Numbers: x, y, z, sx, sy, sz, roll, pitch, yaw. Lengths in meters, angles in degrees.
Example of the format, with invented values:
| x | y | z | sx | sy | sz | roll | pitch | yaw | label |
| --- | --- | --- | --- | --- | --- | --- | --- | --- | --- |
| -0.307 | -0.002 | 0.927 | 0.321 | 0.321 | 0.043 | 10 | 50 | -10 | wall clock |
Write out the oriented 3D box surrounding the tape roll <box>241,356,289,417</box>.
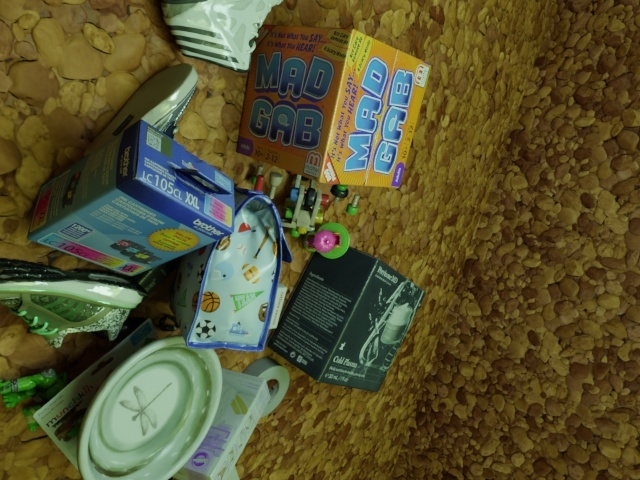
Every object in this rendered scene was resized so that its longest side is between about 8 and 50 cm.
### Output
| x | y | z | sx | sy | sz | roll | pitch | yaw | label |
| --- | --- | --- | --- | --- | --- | --- | --- | --- | --- |
| -0.220 | 0.555 | 1.706 | 0.219 | 0.072 | 0.219 | -26 | 127 | -39 | tape roll |

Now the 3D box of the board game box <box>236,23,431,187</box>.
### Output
| x | y | z | sx | sy | sz | roll | pitch | yaw | label |
| --- | --- | --- | --- | --- | --- | --- | --- | --- | --- |
| 0.032 | -0.371 | 1.287 | 0.356 | 0.356 | 0.357 | -4 | 112 | -47 | board game box |

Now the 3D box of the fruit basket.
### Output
| x | y | z | sx | sy | sz | roll | pitch | yaw | label |
| --- | --- | --- | --- | --- | --- | --- | --- | --- | --- |
| -0.516 | 0.424 | 1.179 | 0.327 | 0.165 | 0.353 | -44 | 151 | -40 | fruit basket |

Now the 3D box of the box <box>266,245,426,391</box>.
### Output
| x | y | z | sx | sy | sz | roll | pitch | yaw | label |
| --- | --- | --- | --- | --- | --- | --- | --- | --- | --- |
| 0.120 | 0.302 | 1.792 | 0.479 | 0.297 | 0.472 | 31 | 83 | -51 | box |

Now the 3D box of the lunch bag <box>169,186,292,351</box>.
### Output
| x | y | z | sx | sy | sz | roll | pitch | yaw | label |
| --- | --- | --- | --- | --- | --- | --- | --- | --- | --- |
| -0.238 | 0.052 | 1.193 | 0.238 | 0.327 | 0.386 | 10 | 94 | -29 | lunch bag |

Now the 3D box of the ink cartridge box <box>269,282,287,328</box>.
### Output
| x | y | z | sx | sy | sz | roll | pitch | yaw | label |
| --- | --- | --- | --- | --- | --- | --- | --- | --- | --- |
| -0.231 | 0.214 | 1.502 | 0.219 | 0.092 | 0.161 | 2 | 108 | -48 | ink cartridge box |

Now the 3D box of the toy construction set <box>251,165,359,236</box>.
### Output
| x | y | z | sx | sy | sz | roll | pitch | yaw | label |
| --- | --- | --- | --- | --- | --- | --- | --- | --- | --- |
| -0.091 | -0.096 | 1.422 | 0.308 | 0.257 | 0.237 | -1 | 124 | -34 | toy construction set |

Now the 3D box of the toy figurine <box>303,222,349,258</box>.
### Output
| x | y | z | sx | sy | sz | roll | pitch | yaw | label |
| --- | --- | --- | --- | --- | --- | --- | --- | --- | --- |
| 0.000 | 0.000 | 1.558 | 0.159 | 0.173 | 0.130 | 2 | 86 | -74 | toy figurine |

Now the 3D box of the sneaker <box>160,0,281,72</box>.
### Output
| x | y | z | sx | sy | sz | roll | pitch | yaw | label |
| --- | --- | --- | --- | --- | --- | --- | --- | --- | --- |
| -0.177 | -0.579 | 1.125 | 0.447 | 0.169 | 0.258 | -32 | 137 | -23 | sneaker |

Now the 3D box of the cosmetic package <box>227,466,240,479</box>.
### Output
| x | y | z | sx | sy | sz | roll | pitch | yaw | label |
| --- | --- | --- | --- | --- | --- | --- | --- | --- | --- |
| -0.393 | 0.735 | 1.508 | 0.155 | 0.196 | 0.366 | -30 | 128 | -35 | cosmetic package |

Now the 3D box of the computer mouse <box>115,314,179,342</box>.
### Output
| x | y | z | sx | sy | sz | roll | pitch | yaw | label |
| --- | --- | --- | --- | --- | --- | --- | --- | --- | --- |
| -0.473 | 0.245 | 1.251 | 0.242 | 0.041 | 0.071 | 10 | 108 | -62 | computer mouse |

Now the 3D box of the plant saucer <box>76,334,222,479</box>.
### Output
| x | y | z | sx | sy | sz | roll | pitch | yaw | label |
| --- | --- | --- | --- | --- | --- | --- | --- | --- | --- |
| -0.422 | 0.417 | 1.124 | 0.400 | 0.100 | 0.401 | -27 | 125 | -49 | plant saucer |

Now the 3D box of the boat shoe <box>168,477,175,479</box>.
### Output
| x | y | z | sx | sy | sz | roll | pitch | yaw | label |
| --- | --- | --- | --- | --- | --- | --- | --- | --- | --- |
| -0.514 | 0.769 | 1.483 | 0.073 | 0.073 | 0.207 | -33 | 134 | -37 | boat shoe |

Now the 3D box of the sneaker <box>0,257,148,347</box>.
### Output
| x | y | z | sx | sy | sz | roll | pitch | yaw | label |
| --- | --- | --- | --- | --- | --- | --- | --- | --- | --- |
| -0.593 | 0.155 | 0.995 | 0.410 | 0.158 | 0.182 | 16 | 92 | -46 | sneaker |

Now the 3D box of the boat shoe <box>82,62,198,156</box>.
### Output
| x | y | z | sx | sy | sz | roll | pitch | yaw | label |
| --- | --- | --- | --- | --- | --- | --- | --- | --- | --- |
| -0.390 | -0.251 | 1.077 | 0.341 | 0.127 | 0.158 | -48 | 145 | -8 | boat shoe |

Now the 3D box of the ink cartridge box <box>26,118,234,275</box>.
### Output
| x | y | z | sx | sy | sz | roll | pitch | yaw | label |
| --- | --- | --- | --- | --- | --- | --- | --- | --- | --- |
| -0.369 | -0.080 | 0.963 | 0.270 | 0.395 | 0.151 | 34 | 41 | -51 | ink cartridge box |

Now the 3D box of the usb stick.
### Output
| x | y | z | sx | sy | sz | roll | pitch | yaw | label |
| --- | --- | --- | --- | --- | --- | --- | --- | --- | --- |
| -0.495 | 0.141 | 1.203 | 0.278 | 0.045 | 0.077 | -50 | 140 | -19 | usb stick |

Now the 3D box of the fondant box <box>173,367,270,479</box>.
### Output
| x | y | z | sx | sy | sz | roll | pitch | yaw | label |
| --- | --- | --- | --- | --- | --- | --- | --- | --- | --- |
| -0.330 | 0.546 | 1.359 | 0.330 | 0.238 | 0.096 | -58 | 148 | -49 | fondant box |

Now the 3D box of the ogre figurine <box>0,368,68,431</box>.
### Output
| x | y | z | sx | sy | sz | roll | pitch | yaw | label |
| --- | --- | --- | --- | --- | --- | --- | --- | --- | --- |
| -0.671 | 0.377 | 1.095 | 0.118 | 0.097 | 0.197 | -28 | 113 | -15 | ogre figurine |
